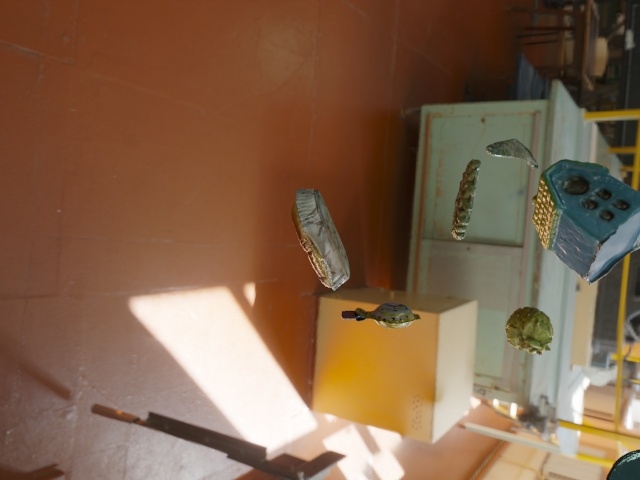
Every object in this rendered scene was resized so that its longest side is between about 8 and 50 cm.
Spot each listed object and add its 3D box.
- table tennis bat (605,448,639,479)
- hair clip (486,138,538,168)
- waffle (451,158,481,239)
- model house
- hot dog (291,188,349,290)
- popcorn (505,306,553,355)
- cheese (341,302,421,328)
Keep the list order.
[{"bbox_3d":[0.808,0.656,1.473,0.044,0.328,0.215,106,-27,-71],"label":"table tennis bat"},{"bbox_3d":[0.452,-0.202,1.332,0.229,0.036,0.066,1,65,-46],"label":"hair clip"},{"bbox_3d":[0.551,-0.156,2.194,0.292,0.056,0.310,15,89,-82],"label":"waffle"},{"bbox_3d":[0.709,-0.066,1.573,0.215,0.303,0.237,-38,147,-11],"label":"model house"},{"bbox_3d":[0.000,0.000,1.322,0.144,0.075,0.268,-82,156,-56],"label":"hot dog"},{"bbox_3d":[0.630,0.269,1.740,0.162,0.141,0.136,-31,122,-49],"label":"popcorn"},{"bbox_3d":[0.190,0.237,1.820,0.156,0.249,0.064,-79,168,-80],"label":"cheese"}]
